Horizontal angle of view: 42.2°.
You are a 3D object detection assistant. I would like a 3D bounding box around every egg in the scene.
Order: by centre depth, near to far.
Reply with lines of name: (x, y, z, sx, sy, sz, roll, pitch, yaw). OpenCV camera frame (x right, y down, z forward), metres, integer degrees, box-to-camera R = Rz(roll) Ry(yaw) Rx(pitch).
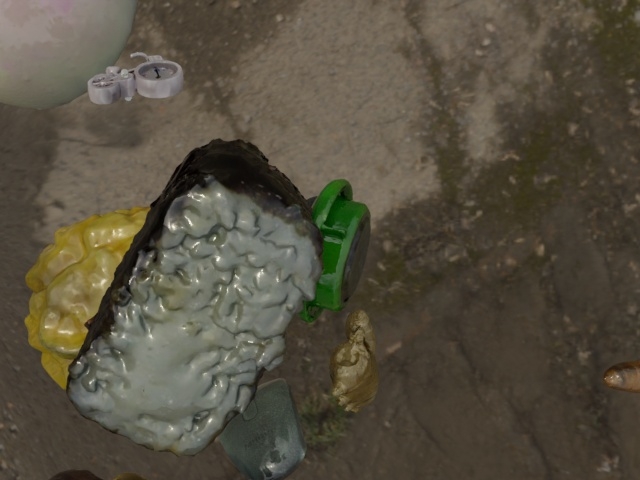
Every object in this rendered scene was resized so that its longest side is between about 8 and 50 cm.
egg: (-0.515, -0.416, 1.293, 0.340, 0.354, 0.355, 30, 73, -63)

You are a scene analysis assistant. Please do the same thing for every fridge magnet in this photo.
fridge magnet: (0.014, 0.017, 1.166, 0.088, 0.208, 0.208, 15, 81, 12)

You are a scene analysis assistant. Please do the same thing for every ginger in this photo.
ginger: (0.053, 0.213, 1.307, 0.081, 0.115, 0.206, -5, 128, -3)

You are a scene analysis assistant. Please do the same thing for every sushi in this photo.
sushi: (-0.124, 0.071, 0.858, 0.196, 0.182, 0.343, 29, 108, -8)

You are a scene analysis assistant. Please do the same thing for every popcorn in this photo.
popcorn: (-0.280, 0.106, 1.315, 0.348, 0.382, 0.349, 0, 94, -4)

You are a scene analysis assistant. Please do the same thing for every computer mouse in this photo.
computer mouse: (-0.141, 0.428, 1.968, 0.203, 0.374, 0.114, -36, 115, -2)

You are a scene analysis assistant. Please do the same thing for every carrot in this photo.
carrot: (0.262, 0.100, 0.587, 0.165, 0.035, 0.036, 8, 87, -22)

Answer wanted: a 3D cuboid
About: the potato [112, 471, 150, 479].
potato: (-0.369, 0.558, 1.438, 0.195, 0.369, 0.177, 9, 119, 8)

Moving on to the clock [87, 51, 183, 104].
clock: (-0.252, -0.216, 1.118, 0.129, 0.087, 0.041, -16, 131, -22)

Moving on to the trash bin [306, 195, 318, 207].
trash bin: (0.000, 0.000, 1.710, 0.175, 0.175, 0.161, 41, 44, -23)

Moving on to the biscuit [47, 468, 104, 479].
biscuit: (-0.499, 0.681, 1.712, 0.091, 0.407, 0.408, -7, 94, -46)
